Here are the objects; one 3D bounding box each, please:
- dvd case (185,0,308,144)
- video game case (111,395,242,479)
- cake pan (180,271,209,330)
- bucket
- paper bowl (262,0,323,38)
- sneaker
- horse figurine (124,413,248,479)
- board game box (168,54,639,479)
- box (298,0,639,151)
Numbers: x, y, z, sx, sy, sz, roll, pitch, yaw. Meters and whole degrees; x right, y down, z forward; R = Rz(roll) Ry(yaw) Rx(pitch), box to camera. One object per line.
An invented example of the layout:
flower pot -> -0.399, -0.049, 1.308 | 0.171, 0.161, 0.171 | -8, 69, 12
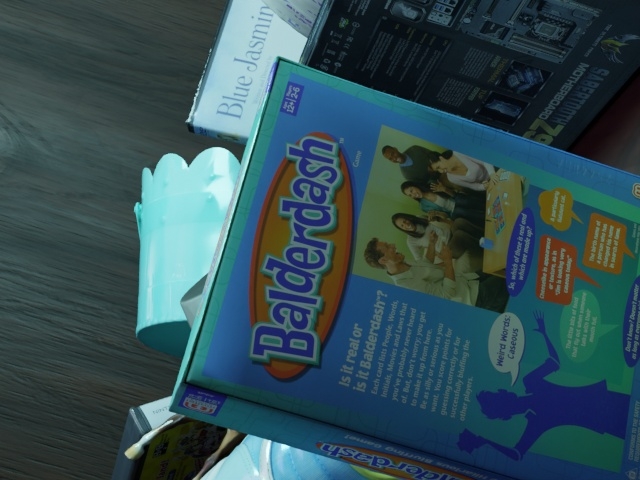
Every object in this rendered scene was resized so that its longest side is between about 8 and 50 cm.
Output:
dvd case -> 0.015, -0.160, 1.185 | 0.022, 0.253, 0.180 | 86, -162, -69
video game case -> -0.097, 0.222, 1.249 | 0.035, 0.248, 0.275 | 56, 144, 29
cake pan -> 0.000, 0.000, 1.037 | 0.293, 0.054, 0.293 | -34, 6, 4
bucket -> -0.069, 0.031, 1.326 | 0.281, 0.281, 0.183 | 127, 151, -71
paper bowl -> 0.071, -0.273, 0.866 | 0.148, 0.284, 0.284 | 121, 165, -60
sneaker -> 0.038, 0.133, 0.921 | 0.208, 0.127, 0.319 | -43, 3, 27
horse figurine -> -0.053, 0.192, 1.129 | 0.174, 0.263, 0.066 | -43, 41, -2
board game box -> 0.057, 0.026, 0.536 | 0.047, 0.210, 0.160 | 122, 165, -64
box -> 0.091, -0.124, 0.757 | 0.232, 0.183, 0.059 | 119, 168, -63
